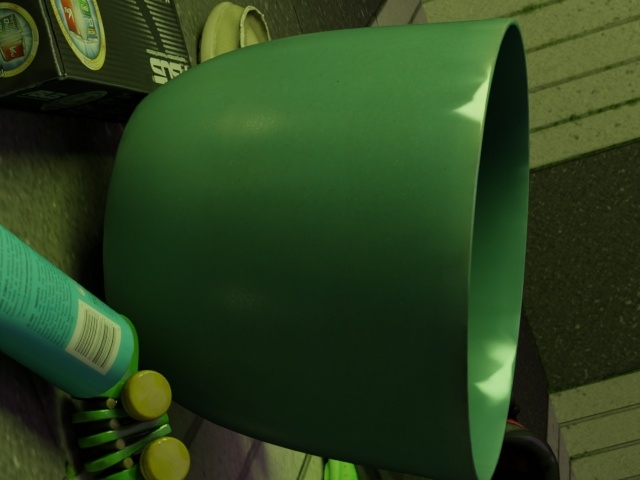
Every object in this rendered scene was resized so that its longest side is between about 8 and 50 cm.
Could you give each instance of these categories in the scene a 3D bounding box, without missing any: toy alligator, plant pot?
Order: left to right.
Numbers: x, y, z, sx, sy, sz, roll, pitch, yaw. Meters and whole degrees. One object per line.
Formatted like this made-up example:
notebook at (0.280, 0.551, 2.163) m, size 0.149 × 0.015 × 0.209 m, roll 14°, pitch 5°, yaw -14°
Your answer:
toy alligator at (-0.108, 0.138, 0.980) m, size 0.051 × 0.056 × 0.190 m, roll -16°, pitch 91°, yaw -35°
plant pot at (0.000, 0.000, 1.083) m, size 0.293 × 0.235 × 0.293 m, roll 4°, pitch 90°, yaw -78°

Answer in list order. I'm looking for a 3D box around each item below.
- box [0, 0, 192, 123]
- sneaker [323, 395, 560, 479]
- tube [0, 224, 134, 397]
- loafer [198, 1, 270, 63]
box at (-0.168, -0.189, 1.089) m, size 0.270 × 0.060 × 0.216 m, roll -4°, pitch 78°, yaw -76°
sneaker at (0.104, 0.197, 1.436) m, size 0.483 × 0.202 × 0.185 m, roll -85°, pitch 156°, yaw -56°
tube at (-0.169, 0.021, 0.873) m, size 0.207 × 0.052 × 0.080 m, roll 46°, pitch 25°, yaw -53°
loafer at (-0.035, -0.087, 1.437) m, size 0.102 × 0.092 × 0.269 m, roll 45°, pitch 31°, yaw -64°
